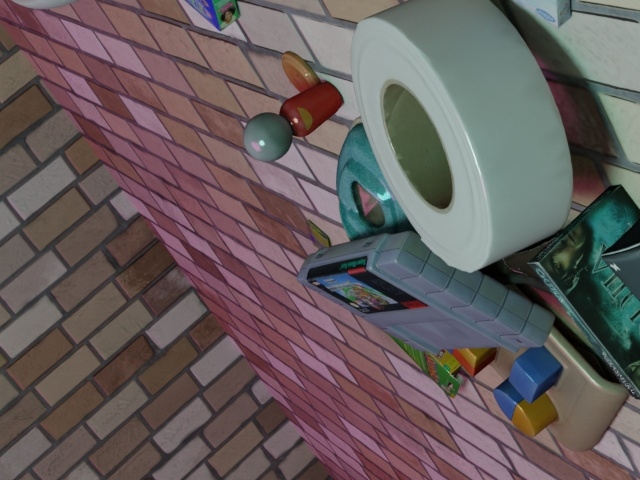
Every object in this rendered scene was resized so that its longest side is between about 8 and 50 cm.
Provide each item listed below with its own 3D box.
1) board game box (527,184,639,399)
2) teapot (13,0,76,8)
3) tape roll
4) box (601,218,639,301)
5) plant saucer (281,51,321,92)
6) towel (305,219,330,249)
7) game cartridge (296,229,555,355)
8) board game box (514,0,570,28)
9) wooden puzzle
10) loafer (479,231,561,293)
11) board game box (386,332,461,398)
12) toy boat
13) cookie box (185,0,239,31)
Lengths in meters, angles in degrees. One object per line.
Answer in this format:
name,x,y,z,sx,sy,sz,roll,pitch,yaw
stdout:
board game box,0.315,0.054,1.359,0.186,0.126,0.026,51,166,-9
teapot,-0.393,-0.480,1.996,0.252,0.187,0.256,9,114,41
tape roll,0.139,-0.113,1.356,0.286,0.100,0.286,57,163,28
box,0.379,0.046,1.026,0.261,0.184,0.103,49,166,-1
plant saucer,-0.027,-0.230,1.869,0.083,0.013,0.083,44,165,16
towel,0.000,0.000,2.404,0.060,0.009,0.083,40,164,29
game cartridge,0.119,0.075,1.714,0.230,0.068,0.355,26,167,-16
board game box,0.184,-0.245,1.183,0.090,0.020,0.090,40,163,30
wooden puzzle,0.263,0.158,1.884,0.348,0.080,0.322,44,165,18
loafer,0.245,0.006,1.573,0.220,0.080,0.078,9,129,61
board game box,0.157,0.166,2.321,0.259,0.039,0.124,48,167,14
toy boat,0.040,-0.083,1.744,0.318,0.148,0.267,44,157,28
cookie box,-0.165,-0.363,1.877,0.092,0.040,0.107,43,165,24
